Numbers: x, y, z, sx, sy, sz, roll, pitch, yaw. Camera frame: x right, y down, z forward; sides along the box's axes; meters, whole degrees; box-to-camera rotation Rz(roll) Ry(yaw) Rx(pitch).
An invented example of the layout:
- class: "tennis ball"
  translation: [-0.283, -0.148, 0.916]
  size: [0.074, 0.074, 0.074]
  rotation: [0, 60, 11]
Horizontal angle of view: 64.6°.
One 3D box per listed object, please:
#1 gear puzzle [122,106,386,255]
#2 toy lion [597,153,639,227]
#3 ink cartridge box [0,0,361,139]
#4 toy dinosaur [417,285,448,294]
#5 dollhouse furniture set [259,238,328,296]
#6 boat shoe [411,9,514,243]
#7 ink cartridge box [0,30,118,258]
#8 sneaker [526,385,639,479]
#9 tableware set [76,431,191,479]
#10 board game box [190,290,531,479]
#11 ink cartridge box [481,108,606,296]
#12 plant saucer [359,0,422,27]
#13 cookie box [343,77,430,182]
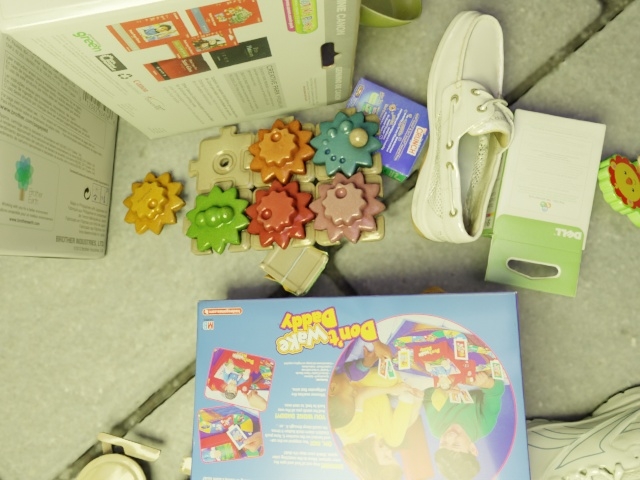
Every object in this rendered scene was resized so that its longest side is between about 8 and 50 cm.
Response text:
- class: "gear puzzle"
  translation: [-0.093, -0.071, 0.606]
  size: [0.339, 0.044, 0.175]
  rotation: [-5, 72, 15]
- class: "toy lion"
  translation: [0.376, -0.059, 0.609]
  size: [0.096, 0.034, 0.100]
  rotation: [-24, 87, -31]
- class: "ink cartridge box"
  translation: [-0.106, -0.225, 0.515]
  size: [0.272, 0.309, 0.129]
  rotation: [-10, 86, 0]
- class: "toy dinosaur"
  translation: [0.111, 0.103, 0.613]
  size: [0.212, 0.064, 0.112]
  rotation: [38, 89, 3]
- class: "dollhouse furniture set"
  translation: [0.000, 0.000, 0.617]
  size: [0.076, 0.058, 0.151]
  rotation: [31, 83, 32]
- class: "boat shoe"
  translation: [0.182, -0.131, 0.590]
  size: [0.098, 0.096, 0.276]
  rotation: [4, 96, -28]
- class: "ink cartridge box"
  translation: [-0.330, -0.180, 0.537]
  size: [0.151, 0.270, 0.395]
  rotation: [6, 87, -2]
- class: "sneaker"
  translation: [0.307, 0.253, 0.568]
  size: [0.297, 0.129, 0.110]
  rotation: [-26, 88, 1]
- class: "tableware set"
  translation: [-0.201, 0.319, 0.620]
  size: [0.194, 0.039, 0.128]
  rotation: [18, 79, 0]
- class: "board game box"
  translation: [0.035, 0.178, 0.549]
  size: [0.348, 0.078, 0.233]
  rotation: [-3, 78, 15]
- class: "ink cartridge box"
  translation: [0.263, -0.044, 0.618]
  size: [0.109, 0.062, 0.209]
  rotation: [11, 87, 2]
- class: "plant saucer"
  translation: [0.017, -0.331, 0.590]
  size: [0.241, 0.241, 0.037]
  rotation: [50, 132, 3]
- class: "cookie box"
  translation: [0.078, -0.137, 0.639]
  size: [0.107, 0.040, 0.091]
  rotation: [26, 86, 3]
